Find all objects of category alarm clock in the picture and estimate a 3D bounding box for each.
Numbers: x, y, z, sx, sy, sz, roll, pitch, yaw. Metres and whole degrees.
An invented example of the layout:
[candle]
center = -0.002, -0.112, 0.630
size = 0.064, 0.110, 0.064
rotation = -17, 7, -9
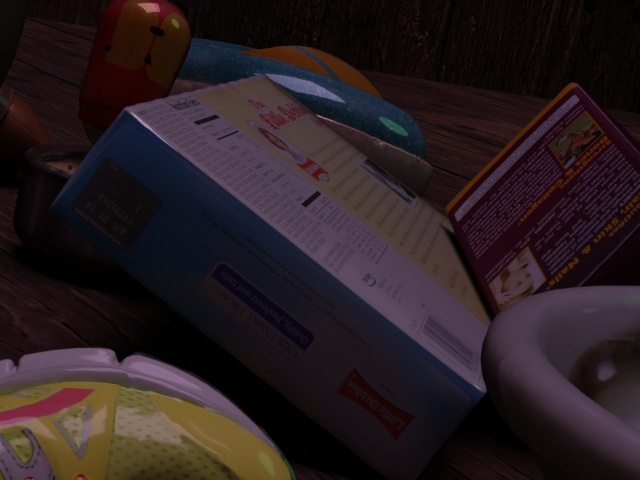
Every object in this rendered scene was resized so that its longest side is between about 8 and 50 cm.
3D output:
[alarm clock]
center = -0.109, -0.010, 0.875
size = 0.129, 0.064, 0.192
rotation = 10, 7, -11

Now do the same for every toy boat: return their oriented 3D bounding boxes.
[toy boat]
center = -0.058, -0.106, 1.040
size = 0.267, 0.148, 0.318
rotation = 15, -8, 22

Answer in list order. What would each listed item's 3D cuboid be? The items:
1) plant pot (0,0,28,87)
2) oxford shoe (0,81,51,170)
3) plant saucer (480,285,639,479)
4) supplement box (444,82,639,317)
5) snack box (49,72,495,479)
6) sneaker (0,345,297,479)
[plant pot]
center = -0.294, -0.086, 0.532
size = 0.323, 0.323, 0.280
rotation = 12, 26, 1
[oxford shoe]
center = -0.258, -0.084, 1.154
size = 0.076, 0.076, 0.212
rotation = 41, -7, -28
[plant saucer]
center = 0.240, 0.115, 0.498
size = 0.400, 0.100, 0.400
rotation = 11, 11, -2
[supplement box]
center = 0.139, 0.005, 0.774
size = 0.081, 0.104, 0.188
rotation = 40, 13, -18
[snack box]
center = 0.000, 0.000, 0.769
size = 0.187, 0.060, 0.322
rotation = 38, 12, 1
[sneaker]
center = -0.106, 0.079, 0.400
size = 0.208, 0.081, 0.094
rotation = 3, 19, -11
